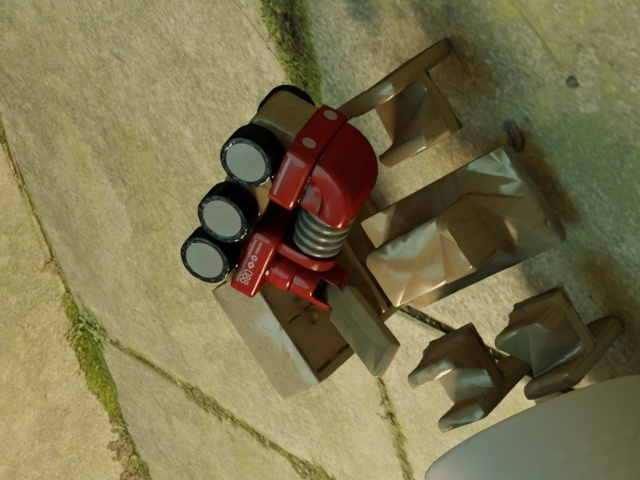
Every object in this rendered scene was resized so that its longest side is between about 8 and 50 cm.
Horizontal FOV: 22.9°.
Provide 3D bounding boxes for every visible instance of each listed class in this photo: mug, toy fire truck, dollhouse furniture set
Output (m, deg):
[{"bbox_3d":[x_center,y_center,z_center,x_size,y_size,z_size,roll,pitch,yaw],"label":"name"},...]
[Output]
[{"bbox_3d":[0.318,0.349,1.667,0.276,0.374,0.328,-31,68,24],"label":"mug"},{"bbox_3d":[0.000,0.000,1.600,0.246,0.158,0.217,30,130,5],"label":"toy fire truck"},{"bbox_3d":[0.111,0.003,1.782,0.394,0.256,0.362,-28,97,43],"label":"dollhouse furniture set"}]
